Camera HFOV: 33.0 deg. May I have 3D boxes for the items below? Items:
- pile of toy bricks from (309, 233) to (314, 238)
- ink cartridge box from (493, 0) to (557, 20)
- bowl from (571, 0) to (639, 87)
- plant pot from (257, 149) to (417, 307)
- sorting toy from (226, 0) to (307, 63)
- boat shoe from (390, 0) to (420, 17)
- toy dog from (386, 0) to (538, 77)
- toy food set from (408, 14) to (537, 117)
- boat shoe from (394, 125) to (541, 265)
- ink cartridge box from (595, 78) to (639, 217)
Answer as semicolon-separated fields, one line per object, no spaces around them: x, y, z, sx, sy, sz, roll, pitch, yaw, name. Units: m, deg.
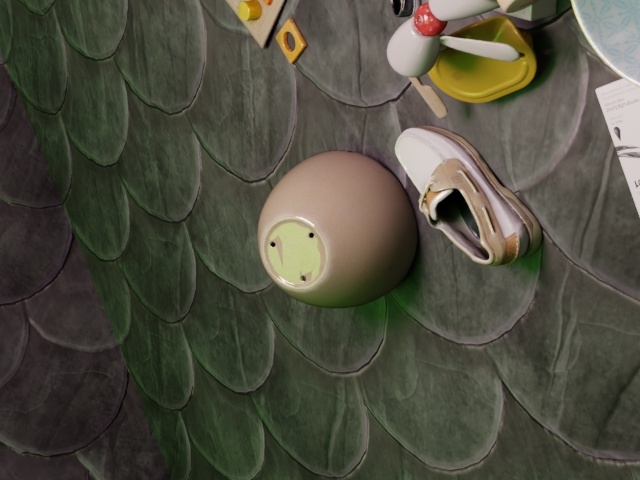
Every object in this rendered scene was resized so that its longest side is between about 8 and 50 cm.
0.011;-0.009;2.047;0.105;0.118;0.212;26;116;11;pile of toy bricks
0.263;-0.371;1.507;0.135;0.056;0.099;29;130;44;ink cartridge box
0.434;-0.318;1.203;0.289;0.156;0.289;32;133;43;bowl
0.000;0.000;1.871;0.284;0.191;0.284;8;108;27;plant pot
-0.136;-0.481;2.023;0.347;0.047;0.196;54;144;21;sorting toy
0.122;-0.419;1.695;0.049;0.040;0.142;2;110;55;boat shoe
0.212;-0.336;1.408;0.334;0.161;0.220;-1;106;61;toy dog
0.228;-0.272;1.586;0.128;0.071;0.218;43;144;-24;toy food set
0.210;-0.076;1.703;0.302;0.103;0.113;45;140;32;boat shoe
0.449;-0.128;1.357;0.140;0.082;0.190;-17;92;57;ink cartridge box
